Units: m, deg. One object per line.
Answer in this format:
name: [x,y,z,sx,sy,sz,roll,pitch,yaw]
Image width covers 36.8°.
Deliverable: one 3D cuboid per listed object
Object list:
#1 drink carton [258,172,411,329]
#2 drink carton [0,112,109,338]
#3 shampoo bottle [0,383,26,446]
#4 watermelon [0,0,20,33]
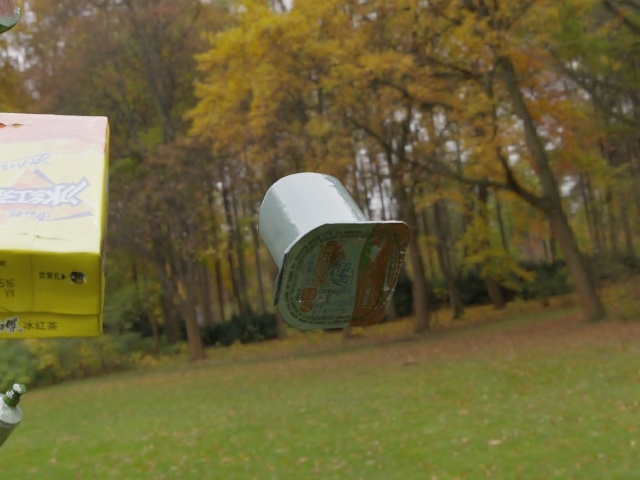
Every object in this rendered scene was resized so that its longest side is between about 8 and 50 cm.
drink carton: [0.000,0.000,1.417,0.191,0.189,0.185,-3,-51,-23]
drink carton: [-0.317,-0.028,1.071,0.154,0.111,0.351,1,29,-12]
shampoo bottle: [-0.655,0.374,1.875,0.234,0.087,0.118,-50,5,5]
watermelon: [-0.651,-0.472,1.886,0.136,0.202,0.207,26,29,17]
